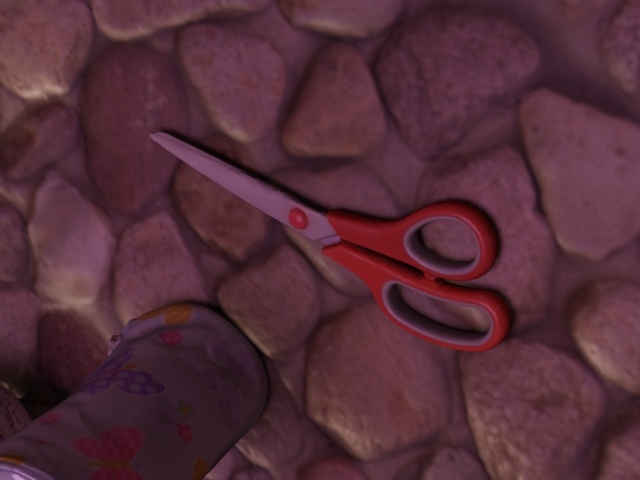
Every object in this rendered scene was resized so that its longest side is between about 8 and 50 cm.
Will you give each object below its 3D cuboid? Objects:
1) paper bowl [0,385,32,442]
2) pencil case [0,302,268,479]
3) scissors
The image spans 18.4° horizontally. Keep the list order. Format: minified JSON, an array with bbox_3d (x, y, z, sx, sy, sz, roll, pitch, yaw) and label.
[{"bbox_3d":[-0.324,0.256,1.582,0.284,0.148,0.284,-7,83,62],"label":"paper bowl"},{"bbox_3d":[-0.143,0.144,1.391,0.124,0.273,0.113,44,125,1],"label":"pencil case"},{"bbox_3d":[0.000,0.000,1.372,0.297,0.021,0.109,15,122,29],"label":"scissors"}]
